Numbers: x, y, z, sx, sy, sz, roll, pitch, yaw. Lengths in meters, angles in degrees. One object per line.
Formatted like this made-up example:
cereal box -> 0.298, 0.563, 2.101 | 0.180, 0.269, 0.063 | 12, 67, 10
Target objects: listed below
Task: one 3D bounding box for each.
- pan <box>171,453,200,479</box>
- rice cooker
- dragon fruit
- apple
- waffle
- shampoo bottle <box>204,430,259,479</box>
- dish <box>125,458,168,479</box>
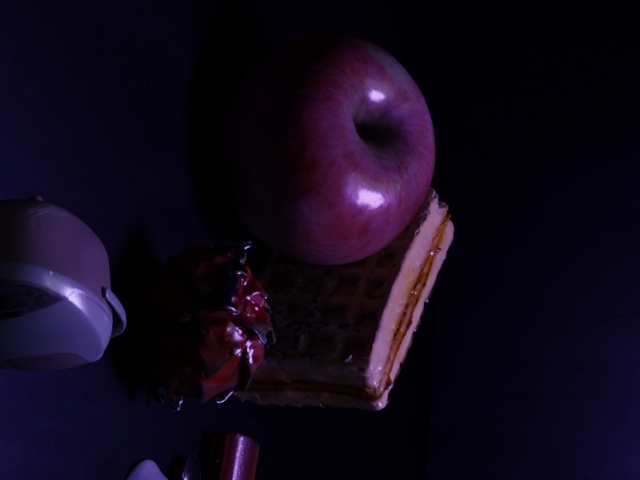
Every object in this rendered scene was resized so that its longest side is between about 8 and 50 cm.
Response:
pan -> -0.178, 0.335, 1.688 | 0.068, 0.023, 0.115 | 47, 43, -69
rice cooker -> -0.258, 0.042, 1.156 | 0.206, 0.145, 0.127 | 58, 27, -68
dragon fruit -> -0.138, 0.103, 1.551 | 0.189, 0.182, 0.182 | 69, 20, -10
apple -> -0.002, -0.126, 1.842 | 0.344, 0.269, 0.345 | 17, 63, -37
waffle -> 0.033, 0.079, 1.920 | 0.376, 0.261, 0.114 | -66, 147, -40
shampoo bottle -> -0.135, 0.399, 1.774 | 0.102, 0.064, 0.260 | 59, 35, -63
dish -> -0.187, 0.382, 1.557 | 0.229, 0.081, 0.229 | 1, 90, -74
